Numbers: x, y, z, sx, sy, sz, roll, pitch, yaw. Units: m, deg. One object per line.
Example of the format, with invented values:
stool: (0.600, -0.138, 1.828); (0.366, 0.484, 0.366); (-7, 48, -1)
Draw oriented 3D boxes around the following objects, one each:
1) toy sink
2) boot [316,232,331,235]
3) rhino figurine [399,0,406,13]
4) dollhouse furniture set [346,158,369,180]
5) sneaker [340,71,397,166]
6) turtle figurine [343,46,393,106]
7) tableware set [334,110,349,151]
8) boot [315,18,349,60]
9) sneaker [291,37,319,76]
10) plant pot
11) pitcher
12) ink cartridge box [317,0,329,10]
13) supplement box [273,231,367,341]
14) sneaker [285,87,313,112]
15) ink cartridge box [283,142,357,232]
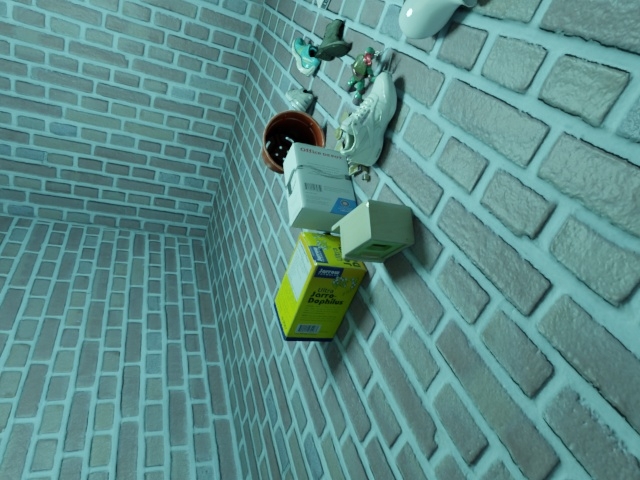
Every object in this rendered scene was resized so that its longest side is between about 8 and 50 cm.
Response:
toy sink: (0.151, -0.011, 1.340); (0.234, 0.153, 0.131); (-36, 52, 56)
boot: (0.001, 0.000, 1.788); (0.099, 0.045, 0.121); (-119, 43, -57)
rhino figurine: (0.306, -0.755, 1.321); (0.243, 0.073, 0.106); (155, 122, -63)
dollhouse furniture set: (0.111, -0.249, 1.575); (0.114, 0.081, 0.090); (-23, 62, 62)
sneaker: (0.155, -0.403, 1.447); (0.114, 0.152, 0.304); (-141, 63, -64)
turtle figurine: (0.161, -0.597, 1.546); (0.234, 0.118, 0.175); (123, 146, -52)
tableware set: (0.089, -0.418, 1.746); (0.141, 0.020, 0.168); (135, 135, -55)
boot: (0.059, -0.870, 1.879); (0.246, 0.084, 0.161); (29, 103, 62)
sneaker: (-0.062, -0.910, 2.155); (0.110, 0.107, 0.275); (-40, 50, 29)
plant pot: (-0.146, -0.419, 1.996); (0.265, 0.273, 0.272); (179, 98, -73)
pitcher: (0.313, -0.672, 1.215); (0.207, 0.126, 0.177); (-13, 80, 56)
ink cartridge box: (0.036, -1.232, 2.065); (0.208, 0.045, 0.206); (127, 143, -50)
supplement box: (-0.013, 0.173, 1.585); (0.194, 0.196, 0.356); (-115, 40, -49)
sneaker: (-0.090, -0.694, 2.159); (0.115, 0.105, 0.281); (-38, 34, 9)
ink cartridge box: (-0.005, -0.193, 1.639); (0.129, 0.223, 0.307); (127, 142, -49)
